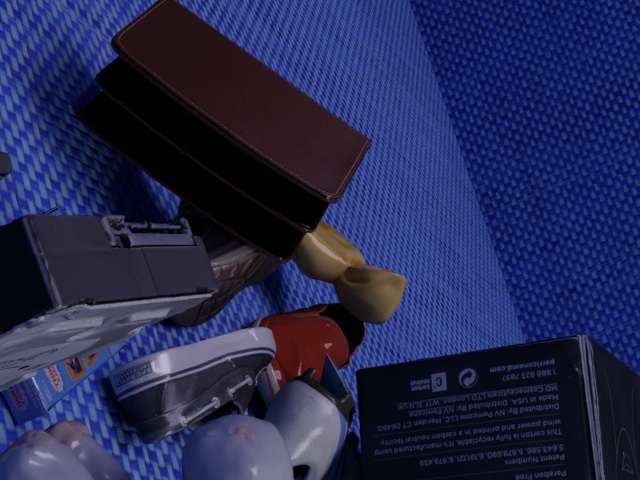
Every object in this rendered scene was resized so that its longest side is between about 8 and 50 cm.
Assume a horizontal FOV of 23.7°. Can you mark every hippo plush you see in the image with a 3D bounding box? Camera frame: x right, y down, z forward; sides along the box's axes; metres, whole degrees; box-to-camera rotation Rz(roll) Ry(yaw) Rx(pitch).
[{"bbox_3d":[-0.132,0.253,1.276,0.234,0.236,0.294,47,25,-49],"label":"hippo plush"}]

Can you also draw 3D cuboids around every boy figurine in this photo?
[{"bbox_3d":[0.000,0.000,2.114,0.285,0.092,0.177,44,8,22],"label":"boy figurine"}]

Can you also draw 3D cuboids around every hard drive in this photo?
[{"bbox_3d":[-0.255,0.074,0.951,0.064,0.339,0.237,68,16,6],"label":"hard drive"}]

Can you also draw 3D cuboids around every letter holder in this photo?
[{"bbox_3d":[-0.121,-0.111,1.738,0.302,0.152,0.214,35,25,-3],"label":"letter holder"}]

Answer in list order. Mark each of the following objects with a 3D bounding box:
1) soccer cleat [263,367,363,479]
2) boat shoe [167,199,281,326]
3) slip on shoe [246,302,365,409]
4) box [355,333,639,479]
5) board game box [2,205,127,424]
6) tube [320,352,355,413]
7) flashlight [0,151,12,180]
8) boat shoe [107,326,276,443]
[{"bbox_3d":[-0.023,0.266,1.865,0.116,0.143,0.331,35,-17,21],"label":"soccer cleat"},{"bbox_3d":[-0.132,0.003,1.862,0.130,0.132,0.355,42,20,7],"label":"boat shoe"},{"bbox_3d":[-0.019,0.142,2.020,0.123,0.101,0.331,69,18,0],"label":"slip on shoe"},{"bbox_3d":[0.270,0.402,1.874,0.480,0.297,0.472,32,50,-63],"label":"box"},{"bbox_3d":[-0.267,0.065,1.454,0.160,0.039,0.211,65,16,-6],"label":"board game box"},{"bbox_3d":[0.020,0.205,1.956,0.080,0.052,0.207,58,-11,14],"label":"tube"},{"bbox_3d":[-0.366,-0.052,1.216,0.103,0.103,0.304,34,8,10],"label":"flashlight"},{"bbox_3d":[-0.122,0.162,1.663,0.102,0.108,0.301,68,19,6],"label":"boat shoe"}]
